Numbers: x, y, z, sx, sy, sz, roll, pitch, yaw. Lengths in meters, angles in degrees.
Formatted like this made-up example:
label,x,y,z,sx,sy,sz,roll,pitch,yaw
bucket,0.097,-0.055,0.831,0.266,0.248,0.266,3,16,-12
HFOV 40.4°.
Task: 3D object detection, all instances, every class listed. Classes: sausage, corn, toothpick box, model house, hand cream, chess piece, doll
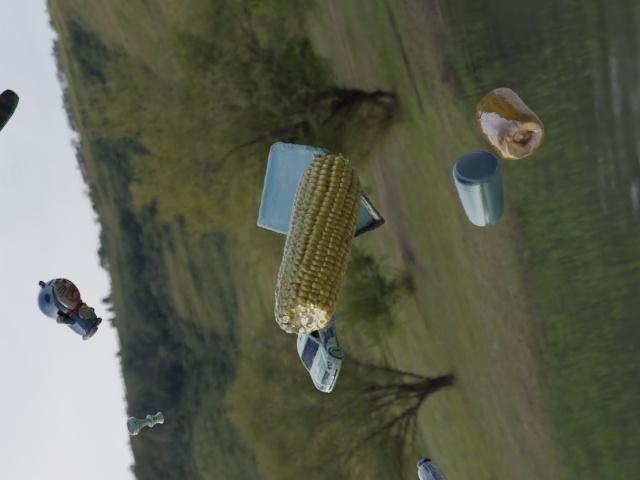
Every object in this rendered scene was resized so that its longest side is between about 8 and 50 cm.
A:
label,x,y,z,sx,sy,sz,roll,pitch,yaw
sausage,0.456,-0.302,2.168,0.116,0.134,0.354,27,-162,-15
corn,0.000,0.000,1.732,0.144,0.143,0.387,70,-154,-60
toothpick box,0.412,-0.126,2.224,0.120,0.120,0.184,-103,-7,-46
model house,0.026,-0.106,2.133,0.280,0.248,0.230,18,100,54
hand cream,0.227,0.475,1.629,0.042,0.067,0.194,60,179,-26
chess piece,-0.414,0.432,2.077,0.042,0.093,0.042,12,107,46
doll,-0.513,0.134,1.761,0.152,0.085,0.114,47,-162,-16

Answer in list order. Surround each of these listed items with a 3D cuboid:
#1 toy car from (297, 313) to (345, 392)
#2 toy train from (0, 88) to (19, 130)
label,x,y,z,sx,sy,sz,roll,pitch,yaw
toy car,-0.004,0.223,1.830,0.224,0.076,0.090,-103,29,-61
toy train,-0.711,-0.234,1.857,0.044,0.209,0.042,38,-177,-13
